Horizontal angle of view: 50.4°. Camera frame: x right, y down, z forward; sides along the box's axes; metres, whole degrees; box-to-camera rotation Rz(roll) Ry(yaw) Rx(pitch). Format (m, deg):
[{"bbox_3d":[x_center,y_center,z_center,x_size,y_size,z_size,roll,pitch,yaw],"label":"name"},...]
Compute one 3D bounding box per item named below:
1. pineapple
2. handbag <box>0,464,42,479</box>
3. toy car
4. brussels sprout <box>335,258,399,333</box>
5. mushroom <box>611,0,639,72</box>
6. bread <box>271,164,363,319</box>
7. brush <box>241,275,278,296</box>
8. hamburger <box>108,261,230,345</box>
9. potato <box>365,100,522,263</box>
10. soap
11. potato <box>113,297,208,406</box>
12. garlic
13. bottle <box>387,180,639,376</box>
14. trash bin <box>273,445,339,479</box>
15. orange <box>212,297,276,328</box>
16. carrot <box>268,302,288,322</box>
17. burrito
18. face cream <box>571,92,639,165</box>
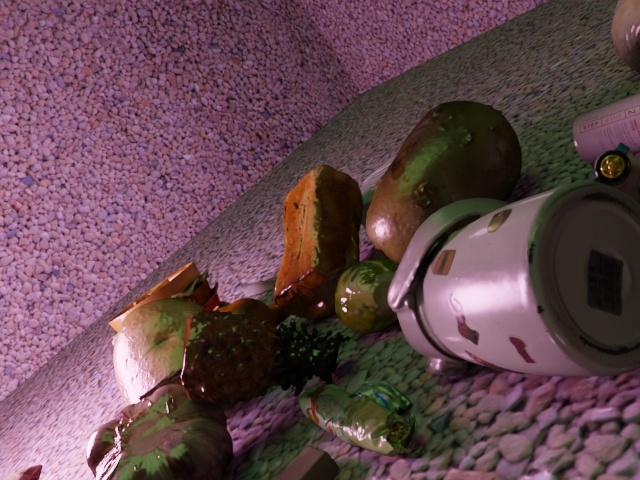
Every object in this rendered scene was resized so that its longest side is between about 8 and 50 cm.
[{"bbox_3d":[-0.087,0.193,1.114,0.279,0.157,0.158,5,8,-14],"label":"pineapple"},{"bbox_3d":[-0.705,0.587,1.411,0.235,0.127,0.213,-35,17,10],"label":"handbag"},{"bbox_3d":[0.428,-0.059,1.006,0.161,0.098,0.126,-61,-19,13],"label":"toy car"},{"bbox_3d":[0.090,0.094,1.188,0.155,0.117,0.155,-36,5,4],"label":"brussels sprout"},{"bbox_3d":[0.702,-0.450,1.361,0.267,0.189,0.164,-14,41,50],"label":"mushroom"},{"bbox_3d":[0.003,0.004,1.457,0.195,0.149,0.344,-41,32,39],"label":"bread"},{"bbox_3d":[-0.144,0.118,1.784,0.179,0.033,0.030,-19,8,46],"label":"brush"},{"bbox_3d":[-0.336,0.203,1.595,0.274,0.212,0.274,-34,7,5],"label":"hamburger"},{"bbox_3d":[0.237,-0.108,1.300,0.359,0.219,0.270,-54,13,-30],"label":"potato"},{"bbox_3d":[0.184,-0.123,1.670,0.173,0.095,0.289,-28,17,24],"label":"soap"},{"bbox_3d":[-0.290,0.222,1.297,0.242,0.242,0.285,-50,-6,-42],"label":"potato"},{"bbox_3d":[-0.253,0.353,1.095,0.245,0.160,0.245,-10,40,9],"label":"garlic"},{"bbox_3d":[0.226,0.057,0.849,0.229,0.229,0.352,-43,9,-25],"label":"bottle"},{"bbox_3d":[-0.025,0.322,0.901,0.092,0.043,0.061,-41,15,-30],"label":"trash bin"},{"bbox_3d":[-0.168,0.192,1.421,0.157,0.134,0.156,-13,8,2],"label":"orange"},{"bbox_3d":[-0.126,0.180,1.529,0.161,0.055,0.055,-32,14,-12],"label":"carrot"},{"bbox_3d":[0.059,0.237,0.954,0.104,0.054,0.288,-39,14,-19],"label":"burrito"},{"bbox_3d":[0.539,-0.199,1.128,0.214,0.096,0.096,-17,24,49],"label":"face cream"}]
